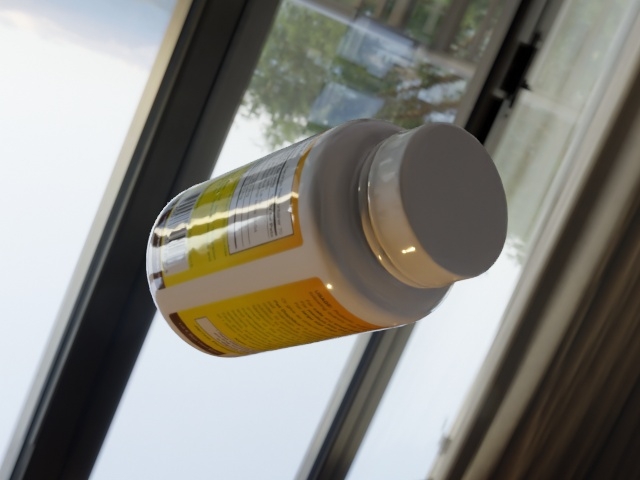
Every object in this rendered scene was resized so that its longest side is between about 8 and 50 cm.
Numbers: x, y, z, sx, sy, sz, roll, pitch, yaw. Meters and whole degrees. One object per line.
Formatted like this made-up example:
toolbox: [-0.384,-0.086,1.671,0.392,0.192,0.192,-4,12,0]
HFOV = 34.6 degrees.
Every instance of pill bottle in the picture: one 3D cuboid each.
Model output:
pill bottle: [0.000,0.000,0.602,0.117,0.117,0.215,15,159,-39]
